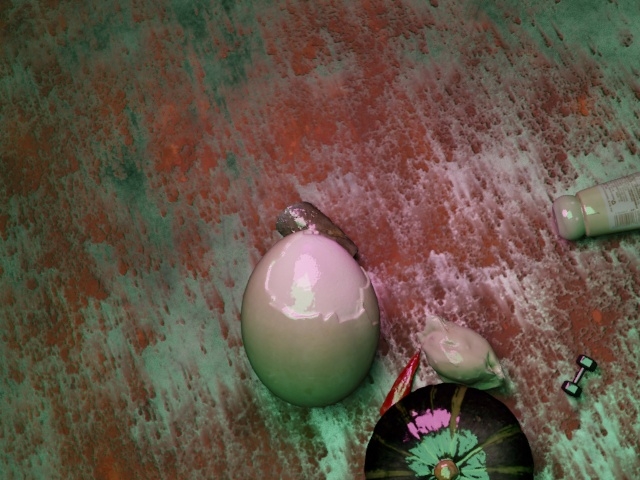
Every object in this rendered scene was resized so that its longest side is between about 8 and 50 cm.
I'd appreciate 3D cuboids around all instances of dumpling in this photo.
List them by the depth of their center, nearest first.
[{"bbox_3d":[0.269,0.229,1.859,0.199,0.136,0.118,47,54,1],"label":"dumpling"}]

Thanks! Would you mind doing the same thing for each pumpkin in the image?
[{"bbox_3d":[0.237,0.428,1.742,0.323,0.241,0.323,-5,70,15],"label":"pumpkin"}]

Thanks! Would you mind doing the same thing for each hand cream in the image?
[{"bbox_3d":[0.617,-0.077,1.864,0.305,0.093,0.147,-14,67,9],"label":"hand cream"}]

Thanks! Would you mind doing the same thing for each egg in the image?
[{"bbox_3d":[-0.020,0.144,1.835,0.278,0.336,0.278,-3,31,2],"label":"egg"}]

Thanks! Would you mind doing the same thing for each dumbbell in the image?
[{"bbox_3d":[0.503,0.264,1.828,0.036,0.040,0.083,25,81,52],"label":"dumbbell"}]

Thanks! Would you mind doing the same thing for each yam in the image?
[{"bbox_3d":[0.000,0.000,1.996,0.183,0.107,0.107,43,89,18],"label":"yam"}]

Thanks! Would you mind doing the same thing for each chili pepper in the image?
[{"bbox_3d":[0.167,0.300,1.910,0.045,0.027,0.178,25,81,20],"label":"chili pepper"}]
